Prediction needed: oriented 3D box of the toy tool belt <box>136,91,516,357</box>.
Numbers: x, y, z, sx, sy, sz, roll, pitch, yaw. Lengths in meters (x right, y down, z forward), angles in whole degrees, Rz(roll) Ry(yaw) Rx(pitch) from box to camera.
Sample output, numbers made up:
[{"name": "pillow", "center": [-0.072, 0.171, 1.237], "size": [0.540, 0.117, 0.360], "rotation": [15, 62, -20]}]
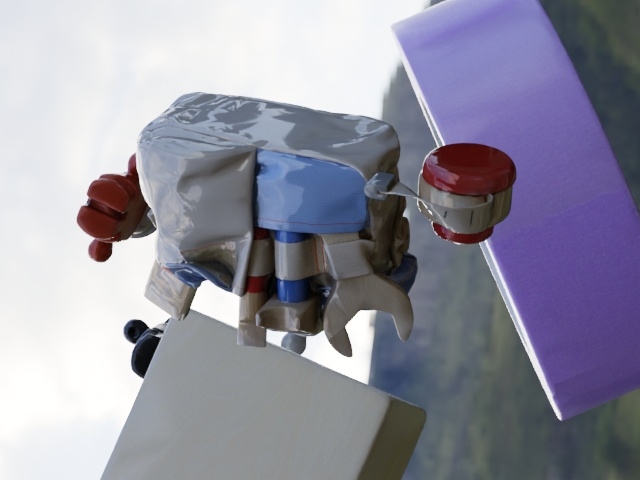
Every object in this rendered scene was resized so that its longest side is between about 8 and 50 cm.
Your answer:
[{"name": "toy tool belt", "center": [0.000, 0.000, 0.414], "size": [0.052, 0.083, 0.051], "rotation": [-50, -34, -58]}]

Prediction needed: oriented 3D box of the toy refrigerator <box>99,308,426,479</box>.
[{"name": "toy refrigerator", "center": [-0.058, 0.173, 0.819], "size": [0.269, 0.102, 0.094], "rotation": [-67, -16, -3]}]

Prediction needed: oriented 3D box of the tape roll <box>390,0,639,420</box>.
[{"name": "tape roll", "center": [0.137, -0.028, 1.234], "size": [0.275, 0.090, 0.275], "rotation": [-23, -90, -86]}]

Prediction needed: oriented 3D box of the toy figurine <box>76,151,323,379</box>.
[{"name": "toy figurine", "center": [-0.085, 0.011, 1.648], "size": [0.148, 0.209, 0.213], "rotation": [-18, -94, -82]}]
